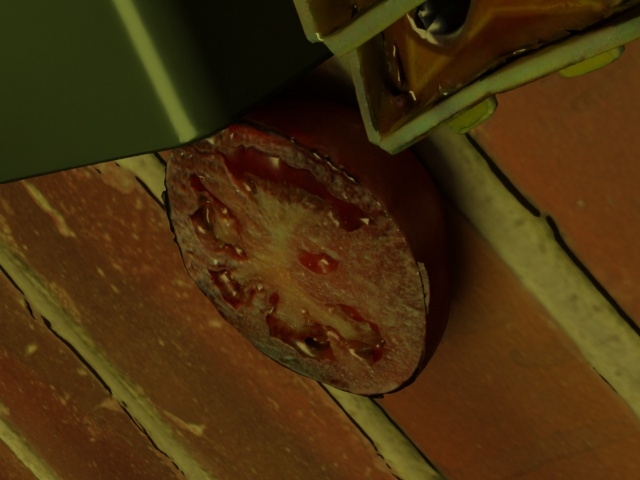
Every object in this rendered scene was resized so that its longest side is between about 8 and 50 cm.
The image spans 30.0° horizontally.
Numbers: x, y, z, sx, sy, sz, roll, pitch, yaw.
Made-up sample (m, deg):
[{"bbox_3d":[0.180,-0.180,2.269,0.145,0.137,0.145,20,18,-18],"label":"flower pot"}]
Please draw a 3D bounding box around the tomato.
[{"bbox_3d":[0.000,-0.003,0.797,0.225,0.085,0.225,23,137,23],"label":"tomato"}]

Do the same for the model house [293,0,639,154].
[{"bbox_3d":[0.125,-0.130,0.452,0.340,0.300,0.324,34,143,15],"label":"model house"}]

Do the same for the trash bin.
[{"bbox_3d":[-0.162,-0.224,0.707,0.223,0.158,0.343,-6,116,42],"label":"trash bin"}]
